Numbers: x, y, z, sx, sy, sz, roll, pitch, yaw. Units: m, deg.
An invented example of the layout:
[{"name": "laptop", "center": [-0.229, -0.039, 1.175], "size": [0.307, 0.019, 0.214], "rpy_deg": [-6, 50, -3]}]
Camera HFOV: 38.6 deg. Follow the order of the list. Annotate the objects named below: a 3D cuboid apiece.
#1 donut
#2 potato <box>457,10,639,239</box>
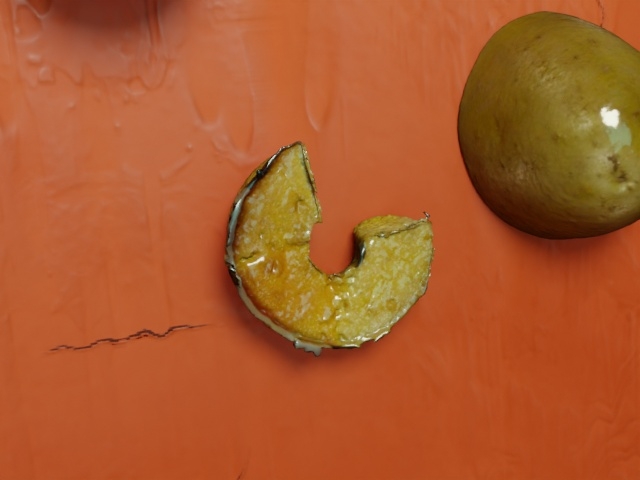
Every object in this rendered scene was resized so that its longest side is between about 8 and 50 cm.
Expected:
[{"name": "donut", "center": [-0.004, 0.011, 0.741], "size": [0.181, 0.078, 0.146], "rpy_deg": [28, 92, -25]}, {"name": "potato", "center": [0.223, -0.083, 0.750], "size": [0.178, 0.158, 0.204], "rpy_deg": [-7, 105, -14]}]
